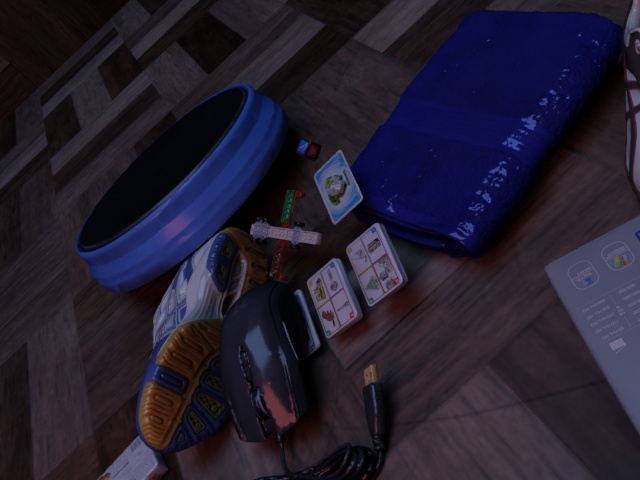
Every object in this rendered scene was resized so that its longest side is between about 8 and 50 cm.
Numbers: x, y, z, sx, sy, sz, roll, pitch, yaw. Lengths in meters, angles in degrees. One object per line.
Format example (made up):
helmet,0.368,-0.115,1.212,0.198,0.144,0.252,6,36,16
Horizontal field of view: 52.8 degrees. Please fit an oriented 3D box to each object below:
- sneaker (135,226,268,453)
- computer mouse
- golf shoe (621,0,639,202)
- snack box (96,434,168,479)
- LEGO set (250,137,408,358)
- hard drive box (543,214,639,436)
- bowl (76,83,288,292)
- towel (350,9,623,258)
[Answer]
sneaker,-0.154,0.124,0.788,0.131,0.112,0.296,-26,33,39
computer mouse,-0.030,0.135,0.651,0.184,0.060,0.261,-23,53,24
golf shoe,0.312,-0.132,0.575,0.105,0.120,0.272,-16,47,29
snack box,-0.254,0.311,0.753,0.178,0.022,0.064,-47,38,-4
LEGO set,0.000,0.000,0.755,0.182,0.060,0.244,-42,53,29
hard drive box,0.238,0.119,0.356,0.089,0.181,0.232,-32,38,16
bowl,-0.222,-0.094,0.999,0.391,0.077,0.391,-33,29,20
towel,0.176,-0.127,0.735,0.228,0.076,0.308,27,77,48
